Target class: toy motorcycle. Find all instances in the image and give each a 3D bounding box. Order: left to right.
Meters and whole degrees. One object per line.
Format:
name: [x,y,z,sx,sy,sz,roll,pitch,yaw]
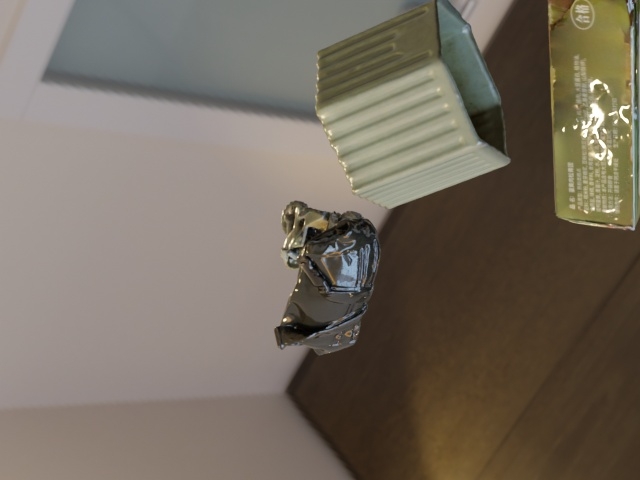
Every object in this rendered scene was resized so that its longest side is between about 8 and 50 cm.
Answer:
toy motorcycle: [-0.001,0.000,2.359,0.094,0.130,0.229,17,177,-40]

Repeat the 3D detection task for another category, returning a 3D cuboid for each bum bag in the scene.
bum bag: [0.011,0.086,1.991,0.142,0.326,0.080,-5,-132,-17]

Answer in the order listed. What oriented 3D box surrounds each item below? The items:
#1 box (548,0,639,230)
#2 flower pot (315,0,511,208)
box: [0.470,-0.287,1.984,0.138,0.420,0.373,9,-142,25]
flower pot: [0.121,-0.173,1.665,0.209,0.189,0.239,50,-152,-40]
